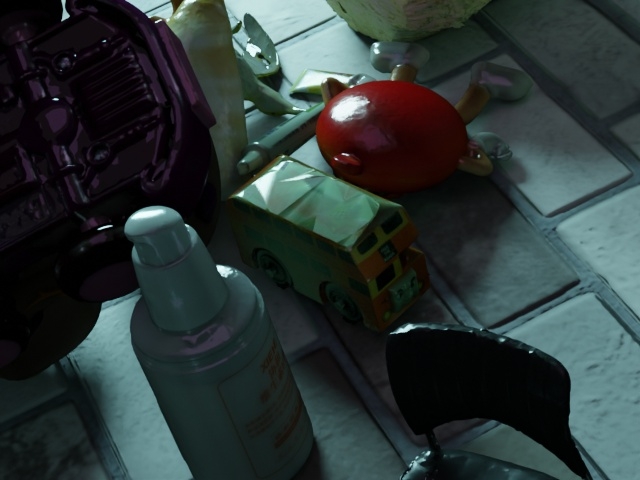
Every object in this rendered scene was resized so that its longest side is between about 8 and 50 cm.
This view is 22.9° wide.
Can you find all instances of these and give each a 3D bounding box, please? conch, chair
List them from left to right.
[{"bbox_3d":[-0.112,-0.106,1.402,0.158,0.127,0.255,1,71,64],"label":"conch"},{"bbox_3d":[0.094,0.176,0.974,0.140,0.221,0.145,12,49,29],"label":"chair"}]

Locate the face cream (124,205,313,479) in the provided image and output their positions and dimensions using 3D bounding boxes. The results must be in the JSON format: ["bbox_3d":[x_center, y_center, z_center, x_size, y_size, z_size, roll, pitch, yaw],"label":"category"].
[{"bbox_3d":[-0.081,0.072,1.124,0.101,0.252,0.101,-10,42,9],"label":"face cream"}]

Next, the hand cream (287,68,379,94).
[{"bbox_3d":[0.016,-0.147,1.499,0.102,0.022,0.035,12,57,35],"label":"hand cream"}]

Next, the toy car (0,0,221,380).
[{"bbox_3d":[-0.222,-0.023,1.249,0.340,0.240,0.271,-27,65,8],"label":"toy car"}]

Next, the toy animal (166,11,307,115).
[{"bbox_3d":[-0.084,-0.156,1.489,0.155,0.095,0.219,15,52,37],"label":"toy animal"}]

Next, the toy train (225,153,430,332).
[{"bbox_3d":[0.000,0.000,1.288,0.188,0.099,0.072,26,58,37],"label":"toy train"}]

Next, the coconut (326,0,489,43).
[{"bbox_3d":[0.110,-0.321,1.515,0.245,0.233,0.233,-43,47,-15],"label":"coconut"}]

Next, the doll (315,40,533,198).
[{"bbox_3d":[0.079,-0.099,1.381,0.183,0.085,0.217,17,39,17],"label":"doll"}]

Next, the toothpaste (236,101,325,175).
[{"bbox_3d":[-0.022,-0.096,1.400,0.048,0.029,0.197,-28,7,36],"label":"toothpaste"}]
